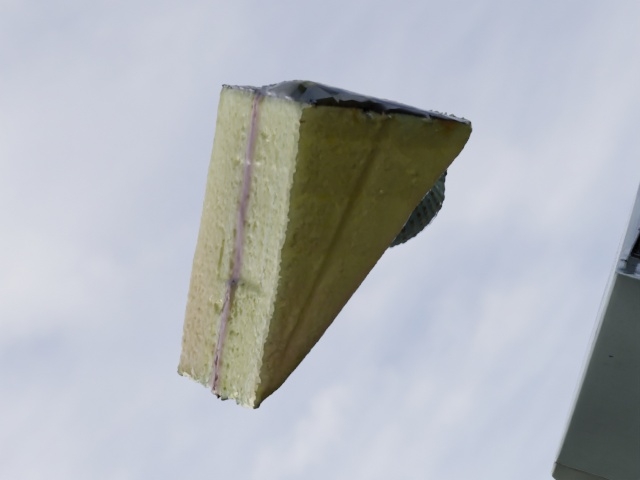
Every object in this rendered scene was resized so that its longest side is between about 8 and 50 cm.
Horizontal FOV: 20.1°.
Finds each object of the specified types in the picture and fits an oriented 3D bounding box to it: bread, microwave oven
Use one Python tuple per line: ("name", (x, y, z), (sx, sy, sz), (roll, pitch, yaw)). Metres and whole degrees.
("bread", (-0.002, 0.004, 1.483), (0.163, 0.168, 0.264), (7, -84, -30))
("microwave oven", (0.266, 0.066, 1.283), (0.240, 0.145, 0.194), (-51, -20, -67))

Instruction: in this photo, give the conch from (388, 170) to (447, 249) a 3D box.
("conch", (0.063, -0.067, 2.310), (0.200, 0.172, 0.131), (-12, 5, 16))
